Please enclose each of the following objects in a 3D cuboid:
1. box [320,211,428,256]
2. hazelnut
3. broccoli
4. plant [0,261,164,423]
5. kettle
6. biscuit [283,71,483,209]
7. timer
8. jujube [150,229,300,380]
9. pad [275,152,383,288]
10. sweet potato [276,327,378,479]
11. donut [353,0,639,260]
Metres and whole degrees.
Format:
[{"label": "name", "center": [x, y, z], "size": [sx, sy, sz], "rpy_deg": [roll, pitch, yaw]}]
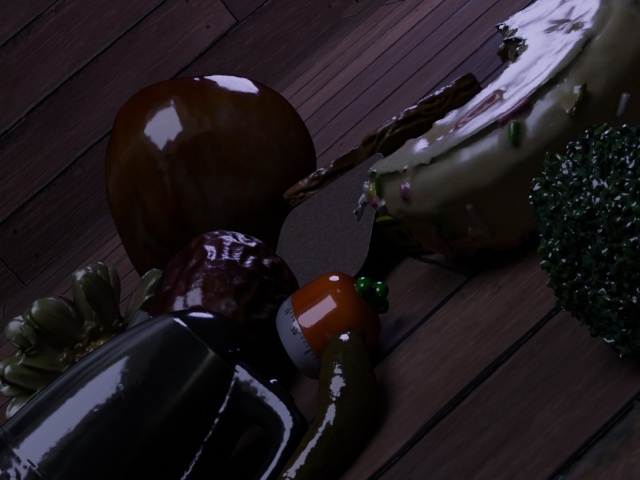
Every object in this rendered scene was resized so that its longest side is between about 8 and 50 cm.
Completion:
[{"label": "box", "center": [0.108, -0.047, 1.403], "size": [0.141, 0.064, 0.220], "rpy_deg": [-45, 14, -22]}, {"label": "hazelnut", "center": [-0.184, -0.094, 1.781], "size": [0.366, 0.366, 0.366], "rpy_deg": [-36, 16, 12]}, {"label": "broccoli", "center": [0.270, -0.025, 0.835], "size": [0.219, 0.194, 0.194], "rpy_deg": [-58, 3, 35]}, {"label": "plant", "center": [-0.259, 0.204, 1.425], "size": [0.306, 0.296, 0.261], "rpy_deg": [-1, 25, -29]}, {"label": "kettle", "center": [-0.170, 0.184, 1.100], "size": [0.271, 0.207, 0.251], "rpy_deg": [-49, 21, -14]}, {"label": "biscuit", "center": [0.090, -0.129, 1.579], "size": [0.262, 0.052, 0.277], "rpy_deg": [-31, -1, -28]}, {"label": "timer", "center": [0.021, 0.084, 1.186], "size": [0.136, 0.099, 0.136], "rpy_deg": [-24, 27, 14]}, {"label": "jujube", "center": [-0.109, 0.085, 1.319], "size": [0.183, 0.183, 0.243], "rpy_deg": [-36, 13, 13]}, {"label": "pad", "center": [0.000, 0.000, 1.446], "size": [0.266, 0.002, 0.176], "rpy_deg": [-31, 41, 54]}, {"label": "sweet potato", "center": [0.012, 0.169, 1.027], "size": [0.069, 0.059, 0.249], "rpy_deg": [-1, 48, 28]}, {"label": "donut", "center": [0.235, -0.133, 1.189], "size": [0.371, 0.150, 0.307], "rpy_deg": [-48, 18, -26]}]
